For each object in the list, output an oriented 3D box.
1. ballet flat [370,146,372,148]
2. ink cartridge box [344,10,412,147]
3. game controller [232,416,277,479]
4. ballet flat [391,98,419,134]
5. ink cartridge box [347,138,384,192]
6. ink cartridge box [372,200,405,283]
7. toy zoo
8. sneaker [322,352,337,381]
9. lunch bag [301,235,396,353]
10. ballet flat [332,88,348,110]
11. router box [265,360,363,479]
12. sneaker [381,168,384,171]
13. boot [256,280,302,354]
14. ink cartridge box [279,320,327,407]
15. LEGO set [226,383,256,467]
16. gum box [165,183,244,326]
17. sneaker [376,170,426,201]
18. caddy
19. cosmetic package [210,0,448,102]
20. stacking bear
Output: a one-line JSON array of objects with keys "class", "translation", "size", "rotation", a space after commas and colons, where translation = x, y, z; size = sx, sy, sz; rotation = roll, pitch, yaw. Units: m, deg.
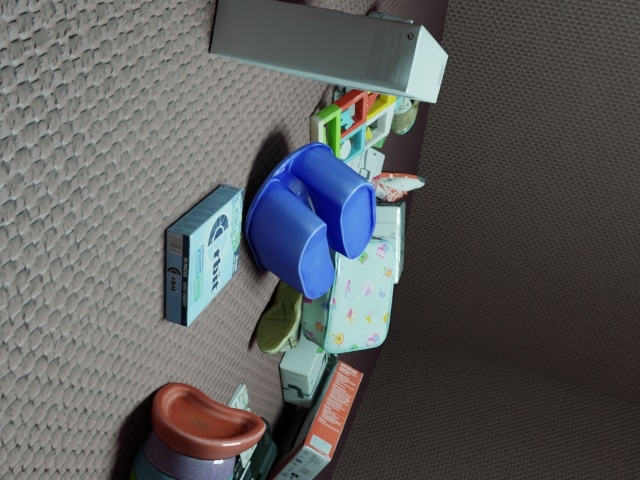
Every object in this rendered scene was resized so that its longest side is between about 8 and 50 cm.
[{"class": "ballet flat", "translation": [0.100, -0.232, 1.925], "size": [0.074, 0.074, 0.203], "rotation": [56, 52, -73]}, {"class": "ink cartridge box", "translation": [0.144, -0.415, 1.800], "size": [0.201, 0.117, 0.278], "rotation": [-62, 163, -44]}, {"class": "game controller", "translation": [-0.187, 0.577, 1.659], "size": [0.319, 0.067, 0.166], "rotation": [-61, 147, -49]}, {"class": "ballet flat", "translation": [0.220, -0.360, 1.811], "size": [0.067, 0.073, 0.206], "rotation": [60, 37, -36]}, {"class": "ink cartridge box", "translation": [0.092, -0.194, 1.816], "size": [0.150, 0.063, 0.109], "rotation": [17, 86, -51]}, {"class": "ink cartridge box", "translation": [0.120, -0.004, 1.862], "size": [0.270, 0.198, 0.197], "rotation": [-30, 121, -78]}, {"class": "toy zoo", "translation": [0.091, -0.280, 1.644], "size": [0.293, 0.030, 0.192], "rotation": [-38, 150, -26]}, {"class": "sneaker", "translation": [0.017, 0.283, 2.144], "size": [0.122, 0.110, 0.283], "rotation": [-126, -128, -83]}, {"class": "lunch bag", "translation": [0.073, 0.125, 1.647], "size": [0.224, 0.108, 0.279], "rotation": [-3, 105, -41]}, {"class": "ballet flat", "translation": [0.047, -0.309, 1.683], "size": [0.041, 0.041, 0.114], "rotation": [-63, 162, -44]}, {"class": "router box", "translation": [-0.026, 0.548, 1.974], "size": [0.335, 0.082, 0.301], "rotation": [-57, -177, 42]}, {"class": "sneaker", "translation": [0.124, -0.141, 2.133], "size": [0.092, 0.087, 0.228], "rotation": [41, 63, -57]}, {"class": "boot", "translation": [-0.088, 0.209, 1.598], "size": [0.213, 0.077, 0.165], "rotation": [-69, 168, -45]}, {"class": "ink cartridge box", "translation": [-0.042, 0.345, 1.922], "size": [0.208, 0.087, 0.153], "rotation": [89, 21, -53]}, {"class": "LEGO set", "translation": [-0.210, 0.448, 1.464], "size": [0.244, 0.060, 0.182], "rotation": [-59, 147, -55]}, {"class": "gum box", "translation": [-0.177, 0.018, 1.078], "size": [0.184, 0.041, 0.157], "rotation": [-53, 154, -58]}, {"class": "sneaker", "translation": [0.190, -0.133, 2.074], "size": [0.090, 0.270, 0.145], "rotation": [18, -75, 59]}, {"class": "caddy", "translation": [-0.027, -0.041, 1.370], "size": [0.241, 0.179, 0.341], "rotation": [-46, 158, -16]}, {"class": "cosmetic package", "translation": [0.036, -0.292, 1.097], "size": [0.377, 0.284, 0.097], "rotation": [-29, 134, -72]}, {"class": "stacking bear", "translation": [-0.224, 0.395, 1.069], "size": [0.164, 0.175, 0.289], "rotation": [-22, 133, -77]}]
